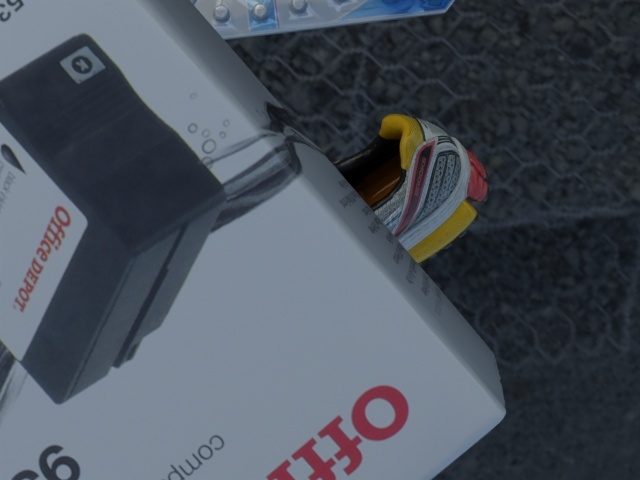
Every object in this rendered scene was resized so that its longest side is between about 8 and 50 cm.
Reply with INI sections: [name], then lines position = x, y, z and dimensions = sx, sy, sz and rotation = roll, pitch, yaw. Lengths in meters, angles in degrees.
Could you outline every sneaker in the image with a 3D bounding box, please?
[sneaker]
position = 0.000, 0.000, 0.855
dimensions = 0.225, 0.088, 0.093
rotation = -43, 132, 8

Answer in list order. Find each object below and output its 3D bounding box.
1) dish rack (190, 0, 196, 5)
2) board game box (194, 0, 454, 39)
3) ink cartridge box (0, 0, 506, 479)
[dish rack]
position = -0.211, -0.217, 0.823
dimensions = 0.285, 0.072, 0.332
rotation = 34, 61, -15
[board game box]
position = -0.080, -0.396, 1.248
dimensions = 0.390, 0.050, 0.390
rotation = -7, 89, -2
[ink cartridge box]
position = -0.108, 0.015, 0.518
dimensions = 0.223, 0.129, 0.307
rotation = -41, 90, 6
